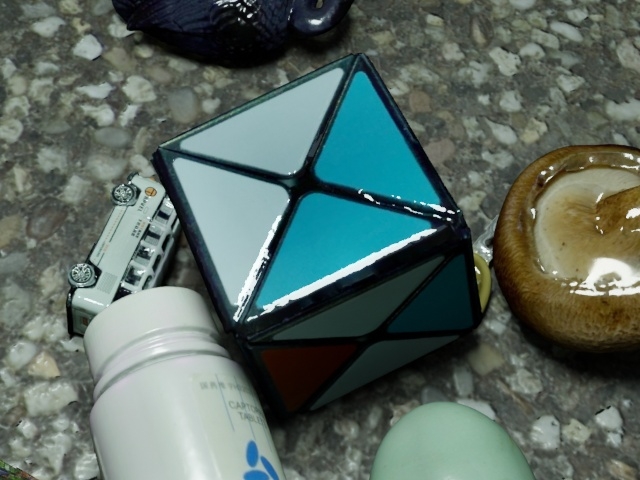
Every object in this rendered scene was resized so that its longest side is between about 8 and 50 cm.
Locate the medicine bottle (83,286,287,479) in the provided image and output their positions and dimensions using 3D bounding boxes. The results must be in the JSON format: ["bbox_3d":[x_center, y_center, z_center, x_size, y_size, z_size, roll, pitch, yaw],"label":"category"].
[{"bbox_3d":[-0.132,0.201,1.303,0.170,0.170,0.293,-17,58,-11],"label":"medicine bottle"}]

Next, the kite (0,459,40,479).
[{"bbox_3d":[-0.300,0.254,1.315,0.159,0.010,0.190,20,11,-26],"label":"kite"}]

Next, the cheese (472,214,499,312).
[{"bbox_3d":[0.165,0.033,1.497,0.086,0.036,0.162,34,63,18],"label":"cheese"}]

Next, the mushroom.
[{"bbox_3d":[0.305,0.011,1.438,0.253,0.153,0.253,-7,52,9],"label":"mushroom"}]

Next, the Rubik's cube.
[{"bbox_3d":[0.000,0.000,1.370,0.246,0.250,0.248,-27,62,-3],"label":"Rubik's cube"}]

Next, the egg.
[{"bbox_3d":[0.127,0.260,1.268,0.168,0.168,0.231,-6,54,-5],"label":"egg"}]

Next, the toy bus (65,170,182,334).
[{"bbox_3d":[-0.211,0.019,1.476,0.089,0.087,0.194,19,58,4],"label":"toy bus"}]

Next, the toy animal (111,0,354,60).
[{"bbox_3d":[-0.109,-0.302,1.665,0.298,0.122,0.185,-10,57,-6],"label":"toy animal"}]
